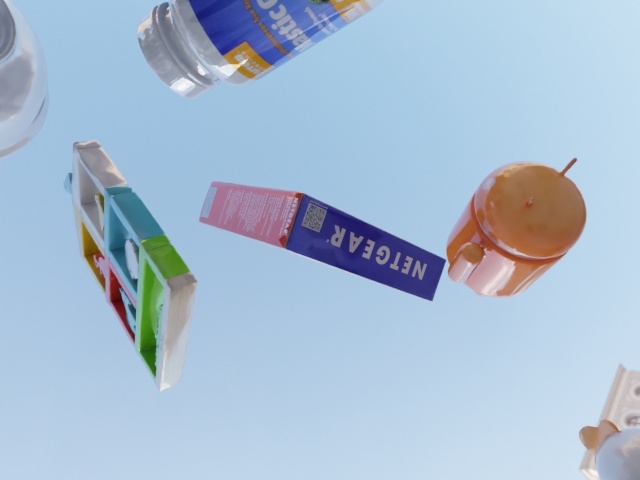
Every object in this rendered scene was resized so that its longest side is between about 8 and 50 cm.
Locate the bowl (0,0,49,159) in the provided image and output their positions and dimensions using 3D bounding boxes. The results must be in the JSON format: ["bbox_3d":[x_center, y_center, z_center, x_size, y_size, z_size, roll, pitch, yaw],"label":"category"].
[{"bbox_3d":[-0.480,-0.253,0.566,0.298,0.134,0.298,24,-123,-43],"label":"bowl"}]

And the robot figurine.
[{"bbox_3d":[0.236,-0.011,0.562,0.158,0.219,0.128,3,-120,-2],"label":"robot figurine"}]

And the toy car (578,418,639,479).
[{"bbox_3d":[0.450,0.341,0.589,0.219,0.238,0.210,-18,-66,-19],"label":"toy car"}]

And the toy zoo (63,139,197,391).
[{"bbox_3d":[-0.243,0.015,0.550,0.030,0.192,0.293,-20,-126,-39],"label":"toy zoo"}]

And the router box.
[{"bbox_3d":[0.000,0.000,0.806,0.335,0.301,0.082,22,-94,-38],"label":"router box"}]

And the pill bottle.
[{"bbox_3d":[-0.076,-0.278,0.529,0.152,0.272,0.152,47,-149,-39],"label":"pill bottle"}]
